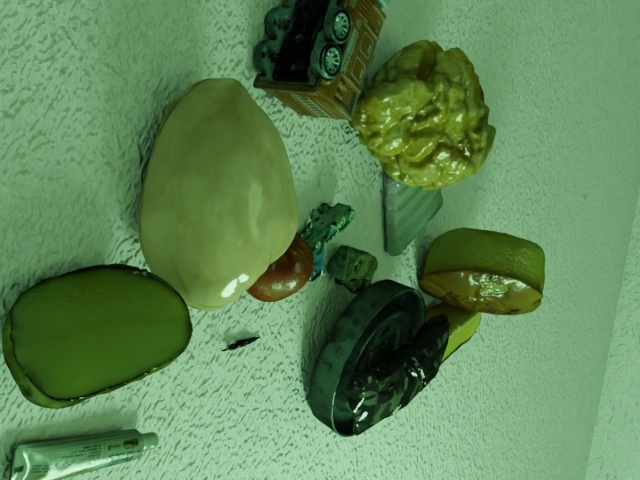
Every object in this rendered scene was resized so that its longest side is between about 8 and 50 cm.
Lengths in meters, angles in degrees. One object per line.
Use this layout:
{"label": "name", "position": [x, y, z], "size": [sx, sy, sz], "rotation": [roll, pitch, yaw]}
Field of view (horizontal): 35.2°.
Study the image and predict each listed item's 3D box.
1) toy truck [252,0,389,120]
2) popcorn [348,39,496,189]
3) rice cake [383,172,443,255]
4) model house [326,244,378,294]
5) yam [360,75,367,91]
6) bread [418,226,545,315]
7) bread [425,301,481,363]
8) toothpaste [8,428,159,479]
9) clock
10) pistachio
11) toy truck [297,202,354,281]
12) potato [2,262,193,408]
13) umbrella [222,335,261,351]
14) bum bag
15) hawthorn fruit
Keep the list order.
{"label": "toy truck", "position": [0.022, -0.344, 1.569], "size": [0.162, 0.136, 0.305], "rotation": [34, 71, -53]}
{"label": "popcorn", "position": [0.186, -0.230, 1.810], "size": [0.332, 0.225, 0.265], "rotation": [13, 91, -49]}
{"label": "rice cake", "position": [0.186, -0.093, 2.019], "size": [0.198, 0.037, 0.189], "rotation": [-38, 131, -46]}
{"label": "model house", "position": [0.053, 0.052, 1.826], "size": [0.083, 0.066, 0.078], "rotation": [15, 102, -58]}
{"label": "yam", "position": [0.045, -0.307, 1.691], "size": [0.070, 0.070, 0.146], "rotation": [-30, 126, -51]}
{"label": "bread", "position": [0.344, 0.075, 2.119], "size": [0.270, 0.270, 0.148], "rotation": [40, 57, -55]}
{"label": "bread", "position": [0.261, 0.203, 2.191], "size": [0.245, 0.094, 0.102], "rotation": [-29, 133, -50]}
{"label": "toothpaste", "position": [-0.311, 0.285, 1.349], "size": [0.255, 0.037, 0.067], "rotation": [1, 105, -55]}
{"label": "clock", "position": [0.090, 0.219, 1.887], "size": [0.312, 0.061, 0.312], "rotation": [-40, 144, -38]}
{"label": "pistachio", "position": [-0.142, -0.063, 1.374], "size": [0.193, 0.214, 0.318], "rotation": [-159, -113, -78]}
{"label": "toy truck", "position": [0.000, 0.000, 1.732], "size": [0.175, 0.067, 0.081], "rotation": [-45, 142, -46]}
{"label": "potato", "position": [-0.289, 0.129, 1.257], "size": [0.272, 0.160, 0.111], "rotation": [-22, 161, -51]}
{"label": "umbrella", "position": [-0.129, 0.166, 1.624], "size": [0.122, 0.022, 0.013], "rotation": [-10, 83, -68]}
{"label": "bum bag", "position": [0.148, 0.249, 1.849], "size": [0.340, 0.095, 0.144], "rotation": [-27, 133, -53]}
{"label": "hawthorn fruit", "position": [-0.078, 0.036, 1.577], "size": [0.125, 0.140, 0.125], "rotation": [11, 68, -28]}
